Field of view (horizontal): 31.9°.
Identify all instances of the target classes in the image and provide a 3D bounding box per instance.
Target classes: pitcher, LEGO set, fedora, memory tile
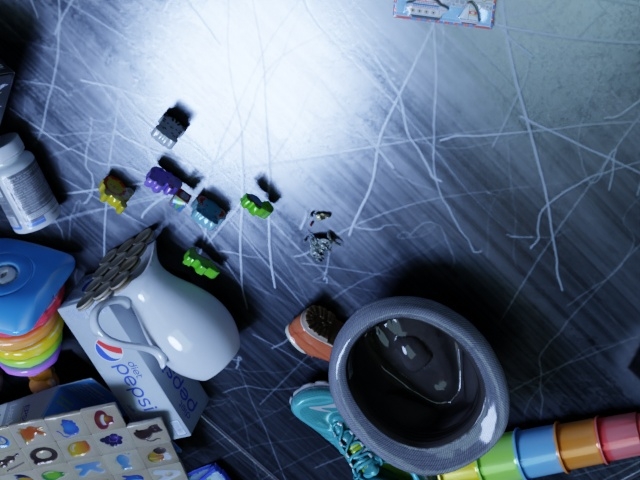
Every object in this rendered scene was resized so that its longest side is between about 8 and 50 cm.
[{"bbox_3d":[-0.234,0.130,1.685,0.207,0.178,0.125,47,146,-14],"label":"pitcher"},{"bbox_3d":[-0.003,-0.001,1.628,0.054,0.023,0.083,-10,118,21],"label":"LEGO set"},{"bbox_3d":[0.143,0.192,1.637,0.244,0.124,0.275,-41,98,19],"label":"fedora"},{"bbox_3d":[-0.303,0.043,1.666,0.113,0.148,0.012,-29,114,28],"label":"memory tile"}]

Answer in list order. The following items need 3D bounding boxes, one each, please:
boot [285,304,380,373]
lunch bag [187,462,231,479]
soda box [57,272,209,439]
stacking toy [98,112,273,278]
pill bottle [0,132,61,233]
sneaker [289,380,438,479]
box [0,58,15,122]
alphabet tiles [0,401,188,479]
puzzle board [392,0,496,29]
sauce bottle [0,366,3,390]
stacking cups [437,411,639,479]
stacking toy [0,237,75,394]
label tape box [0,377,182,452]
[{"bbox_3d":[0.020,0.162,1.714,0.158,0.059,0.084,38,141,-15],"label":"boot"},{"bbox_3d":[-0.201,0.468,1.943,0.151,0.096,0.129,-33,106,15],"label":"lunch bag"},{"bbox_3d":[-0.291,0.183,1.780,0.091,0.098,0.286,-16,115,25],"label":"soda box"},{"bbox_3d":[-0.195,-0.062,1.633,0.221,0.052,0.167,38,125,-12],"label":"stacking toy"},{"bbox_3d":[-0.450,-0.086,1.667,0.078,0.078,0.137,-10,118,21],"label":"pill bottle"},{"bbox_3d":[0.072,0.317,1.756,0.275,0.110,0.107,34,124,-6],"label":"sneaker"},{"bbox_3d":[-0.534,-0.195,1.591,0.183,0.056,0.231,43,127,21],"label":"box"},{"bbox_3d":[-0.399,0.371,1.810,0.342,0.011,0.285,-12,133,2],"label":"alphabet tiles"},{"bbox_3d":[0.156,-0.315,1.395,0.128,0.011,0.096,10,123,10],"label":"puzzle board"},{"bbox_3d":[-0.600,0.175,1.754,0.111,0.111,0.344,10,159,9],"label":"sauce bottle"},{"bbox_3d":[0.334,0.324,1.694,0.316,0.096,0.096,-14,116,24],"label":"stacking cups"},{"bbox_3d":[-0.472,0.154,1.801,0.166,0.175,0.302,13,138,16],"label":"stacking toy"},{"bbox_3d":[-0.450,0.375,1.897,0.347,0.115,0.249,-18,134,26],"label":"label tape box"}]
